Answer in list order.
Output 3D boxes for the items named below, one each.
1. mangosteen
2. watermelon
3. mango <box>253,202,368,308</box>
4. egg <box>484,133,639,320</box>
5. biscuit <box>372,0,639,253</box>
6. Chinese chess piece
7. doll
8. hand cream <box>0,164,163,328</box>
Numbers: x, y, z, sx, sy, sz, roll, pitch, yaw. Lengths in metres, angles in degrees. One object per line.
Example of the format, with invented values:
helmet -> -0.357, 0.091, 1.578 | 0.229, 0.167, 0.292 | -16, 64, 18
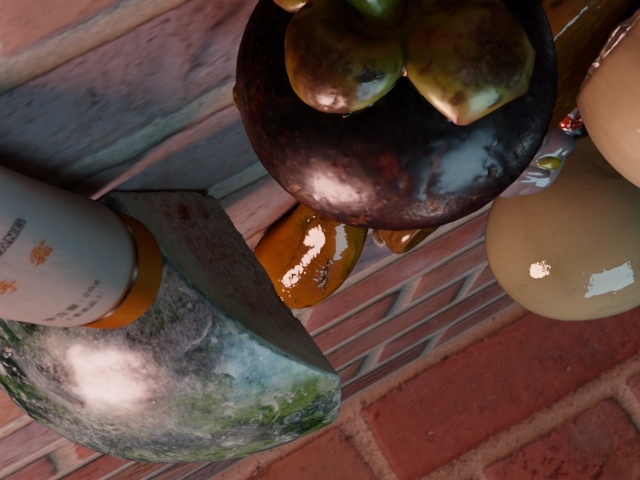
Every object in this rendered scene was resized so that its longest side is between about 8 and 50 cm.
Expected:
mangosteen -> 0.037, -0.108, 0.963 | 0.192, 0.192, 0.217 | -32, 156, 3
watermelon -> -0.140, 0.042, 1.342 | 0.319, 0.214, 0.289 | 3, 140, 19
mango -> 0.002, 0.004, 1.574 | 0.105, 0.084, 0.159 | -28, 170, -44
egg -> 0.318, -0.016, 1.960 | 0.269, 0.219, 0.219 | -31, 170, -26
biscuit -> 0.172, -0.144, 1.430 | 0.283, 0.064, 0.432 | -39, 170, -17
Chinese chess piece -> 0.369, -0.185, 1.425 | 0.338, 0.140, 0.338 | -42, 171, -8
doll -> 0.234, -0.107, 1.739 | 0.180, 0.079, 0.094 | -47, 164, 14
hand cream -> -0.203, -0.003, 1.054 | 0.139, 0.089, 0.314 | -36, 160, 16
